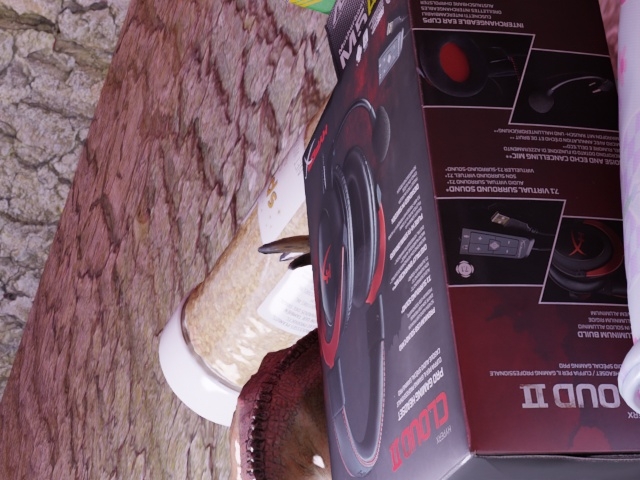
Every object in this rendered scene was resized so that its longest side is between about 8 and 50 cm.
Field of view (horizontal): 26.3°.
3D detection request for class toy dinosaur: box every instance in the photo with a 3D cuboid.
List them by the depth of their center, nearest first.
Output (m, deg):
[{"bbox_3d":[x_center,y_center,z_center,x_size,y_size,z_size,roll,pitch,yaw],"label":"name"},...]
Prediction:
[{"bbox_3d":[0.000,0.095,0.846,0.296,0.127,0.200,-56,-30,-58],"label":"toy dinosaur"}]

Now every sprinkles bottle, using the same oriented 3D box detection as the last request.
[{"bbox_3d":[0.000,0.000,1.023,0.355,0.121,0.121,-53,27,40],"label":"sprinkles bottle"}]

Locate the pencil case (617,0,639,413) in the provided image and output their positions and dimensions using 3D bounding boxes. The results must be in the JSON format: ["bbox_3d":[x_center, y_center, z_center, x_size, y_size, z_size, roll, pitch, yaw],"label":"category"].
[{"bbox_3d":[0.179,-0.055,0.564,0.124,0.113,0.273,91,-175,-64],"label":"pencil case"}]

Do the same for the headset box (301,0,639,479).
[{"bbox_3d":[0.076,0.034,0.711,0.218,0.110,0.293,119,149,-61],"label":"headset box"}]

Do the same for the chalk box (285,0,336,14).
[{"bbox_3d":[0.004,-0.363,1.264,0.289,0.180,0.179,142,140,-64],"label":"chalk box"}]

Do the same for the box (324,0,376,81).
[{"bbox_3d":[0.089,-0.228,1.082,0.216,0.060,0.270,-101,31,-54],"label":"box"}]

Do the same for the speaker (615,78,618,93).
[{"bbox_3d":[0.160,-0.055,0.725,0.136,0.055,0.055,-126,54,-68],"label":"speaker"}]
